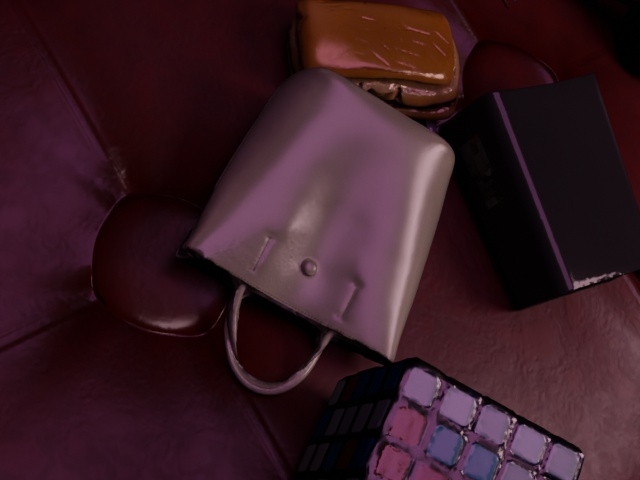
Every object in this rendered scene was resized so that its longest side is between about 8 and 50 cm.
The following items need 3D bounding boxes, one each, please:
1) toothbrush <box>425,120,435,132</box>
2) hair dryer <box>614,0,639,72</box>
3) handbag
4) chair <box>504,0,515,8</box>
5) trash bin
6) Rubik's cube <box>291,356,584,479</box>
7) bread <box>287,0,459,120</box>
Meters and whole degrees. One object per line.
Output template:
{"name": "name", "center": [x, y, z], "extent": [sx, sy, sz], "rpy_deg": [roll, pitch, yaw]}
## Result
{"name": "toothbrush", "center": [0.124, -0.132, 1.172], "extent": [0.011, 0.013, 0.131], "rpy_deg": [-2, 74, -22]}
{"name": "hair dryer", "center": [0.380, -0.359, 1.260], "extent": [0.302, 0.244, 0.116], "rpy_deg": [27, 55, 4]}
{"name": "handbag", "center": [0.000, 0.000, 1.014], "extent": [0.241, 0.109, 0.315], "rpy_deg": [29, 65, -12]}
{"name": "chair", "center": [0.231, -0.336, 1.285], "extent": [0.042, 0.037, 0.086], "rpy_deg": [-32, 90, -19]}
{"name": "trash bin", "center": [0.256, -0.053, 1.149], "extent": [0.165, 0.115, 0.226], "rpy_deg": [-14, 80, -29]}
{"name": "Rubik's cube", "center": [0.086, 0.228, 0.903], "extent": [0.187, 0.184, 0.182], "rpy_deg": [29, 71, -9]}
{"name": "bread", "center": [0.064, -0.200, 1.130], "extent": [0.200, 0.077, 0.116], "rpy_deg": [2, 65, -18]}
